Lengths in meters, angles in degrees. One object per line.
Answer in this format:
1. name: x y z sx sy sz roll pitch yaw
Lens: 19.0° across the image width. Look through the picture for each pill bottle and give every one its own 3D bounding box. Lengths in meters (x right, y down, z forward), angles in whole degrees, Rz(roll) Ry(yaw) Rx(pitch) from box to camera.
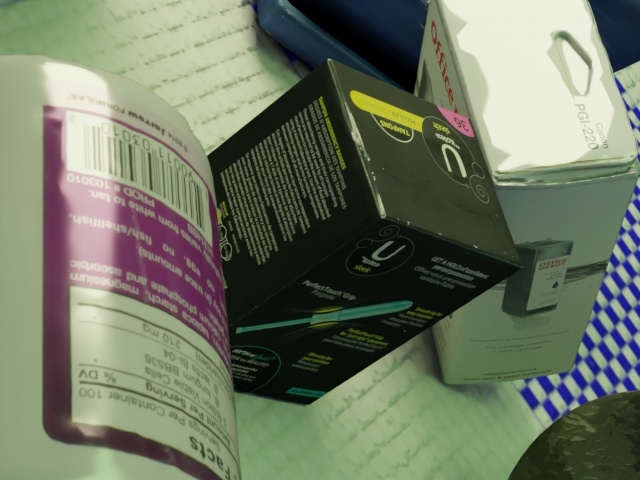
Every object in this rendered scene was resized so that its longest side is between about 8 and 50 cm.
1. pill bottle: -0.116 0.086 0.758 0.169 0.169 0.301 30 39 -36

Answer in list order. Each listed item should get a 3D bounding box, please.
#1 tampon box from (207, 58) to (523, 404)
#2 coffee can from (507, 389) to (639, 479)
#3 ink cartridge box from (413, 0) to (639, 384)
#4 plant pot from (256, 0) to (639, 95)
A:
1. tampon box: 0.000 0.000 1.015 0.120 0.161 0.101 18 45 -47
2. coffee can: 0.258 0.203 1.134 0.275 0.201 0.201 16 47 -48
3. ink cartridge box: 0.113 -0.035 1.157 0.092 0.218 0.158 -6 55 -11
4. plant pot: 0.081 -0.216 1.301 0.236 0.212 0.236 31 37 -34
